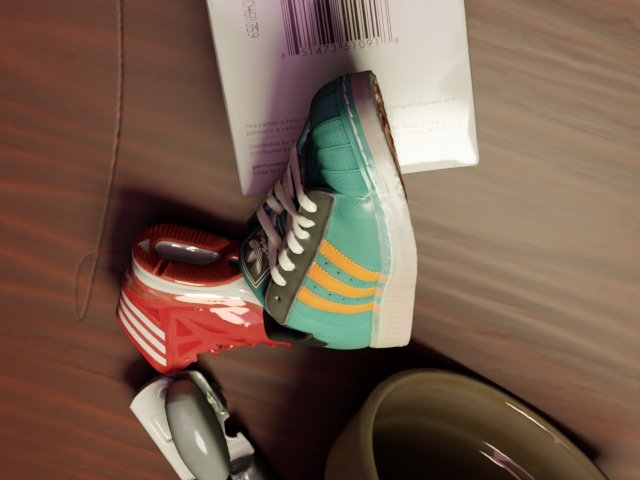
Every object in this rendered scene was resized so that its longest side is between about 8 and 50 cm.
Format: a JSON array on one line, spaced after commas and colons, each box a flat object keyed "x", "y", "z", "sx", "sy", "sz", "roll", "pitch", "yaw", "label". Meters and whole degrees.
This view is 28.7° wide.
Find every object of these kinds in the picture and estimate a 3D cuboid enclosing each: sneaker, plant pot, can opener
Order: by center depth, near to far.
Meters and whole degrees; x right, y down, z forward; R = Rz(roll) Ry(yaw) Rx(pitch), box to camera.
[{"x": 0.000, "y": 0.000, "z": 0.877, "sx": 0.121, "sy": 0.108, "sz": 0.302, "roll": -9, "pitch": 148, "yaw": -2, "label": "sneaker"}, {"x": 0.088, "y": 0.317, "z": 1.061, "sx": 0.323, "sy": 0.323, "sz": 0.280, "roll": 32, "pitch": 118, "yaw": -15, "label": "plant pot"}, {"x": -0.067, "y": 0.063, "z": 1.071, "sx": 0.221, "sy": 0.087, "sz": 0.128, "roll": 19, "pitch": 135, "yaw": -13, "label": "sneaker"}, {"x": -0.081, "y": 0.232, "z": 1.139, "sx": 0.074, "sy": 0.093, "sz": 0.280, "roll": -24, "pitch": 119, "yaw": 11, "label": "can opener"}]

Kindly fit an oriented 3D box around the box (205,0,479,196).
[{"x": 0.016, "y": -0.145, "z": 0.926, "sx": 0.181, "sy": 0.119, "sz": 0.182, "roll": -7, "pitch": 117, "yaw": 4, "label": "box"}]
